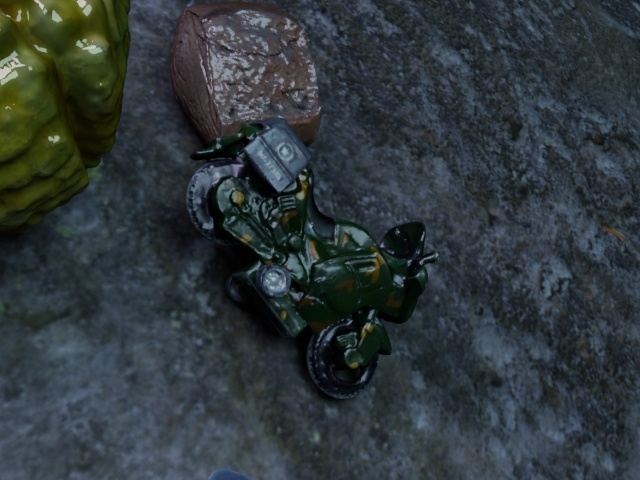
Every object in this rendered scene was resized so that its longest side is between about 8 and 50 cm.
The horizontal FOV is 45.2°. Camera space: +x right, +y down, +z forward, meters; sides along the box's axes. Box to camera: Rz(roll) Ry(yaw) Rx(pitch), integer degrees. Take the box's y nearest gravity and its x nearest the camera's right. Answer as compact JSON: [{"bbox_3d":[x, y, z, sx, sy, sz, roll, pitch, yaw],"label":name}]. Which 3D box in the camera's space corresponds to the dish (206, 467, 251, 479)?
[{"bbox_3d":[-0.036,0.295,0.542,0.228,0.086,0.236,17,53,-29],"label":"dish"}]

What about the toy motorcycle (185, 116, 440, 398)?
[{"bbox_3d":[0.000,0.000,0.723,0.187,0.125,0.274,-44,106,-26],"label":"toy motorcycle"}]

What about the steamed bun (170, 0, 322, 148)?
[{"bbox_3d":[-0.078,-0.171,0.795,0.145,0.106,0.175,-6,69,-38],"label":"steamed bun"}]

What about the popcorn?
[{"bbox_3d":[-0.247,-0.127,0.547,0.224,0.258,0.270,4,99,-2],"label":"popcorn"}]
